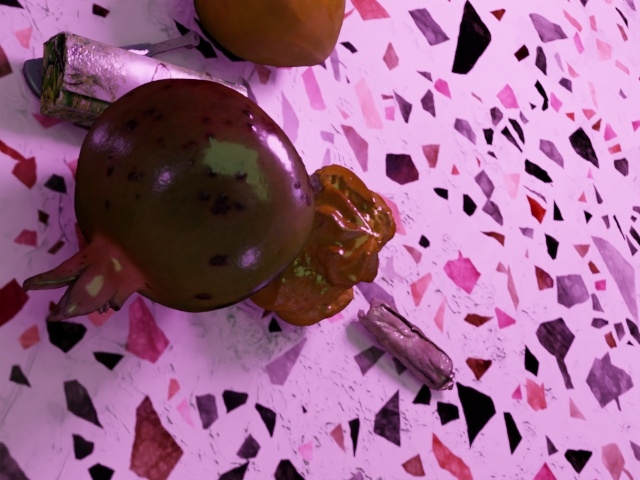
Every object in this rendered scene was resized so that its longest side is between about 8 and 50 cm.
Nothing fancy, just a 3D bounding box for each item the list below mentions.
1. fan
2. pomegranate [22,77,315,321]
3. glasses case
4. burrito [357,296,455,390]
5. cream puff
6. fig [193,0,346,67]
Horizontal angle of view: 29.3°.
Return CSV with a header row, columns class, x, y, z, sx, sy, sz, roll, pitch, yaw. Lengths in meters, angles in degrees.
class,x,y,z,sx,sy,sz,roll,pitch,yaw
fan,-0.254,-0.225,1.548,0.282,0.023,0.057,-23,84,-44
pomegranate,-0.152,-0.017,1.357,0.290,0.290,0.323,34,61,-25
glasses case,-0.212,-0.176,1.514,0.272,0.062,0.095,11,70,-41
burrito,0.124,0.144,1.681,0.188,0.045,0.058,43,72,-21
cream puff,0.003,0.005,1.552,0.195,0.194,0.221,51,48,-10
fig,-0.062,-0.339,1.656,0.230,0.207,0.207,16,56,-63
